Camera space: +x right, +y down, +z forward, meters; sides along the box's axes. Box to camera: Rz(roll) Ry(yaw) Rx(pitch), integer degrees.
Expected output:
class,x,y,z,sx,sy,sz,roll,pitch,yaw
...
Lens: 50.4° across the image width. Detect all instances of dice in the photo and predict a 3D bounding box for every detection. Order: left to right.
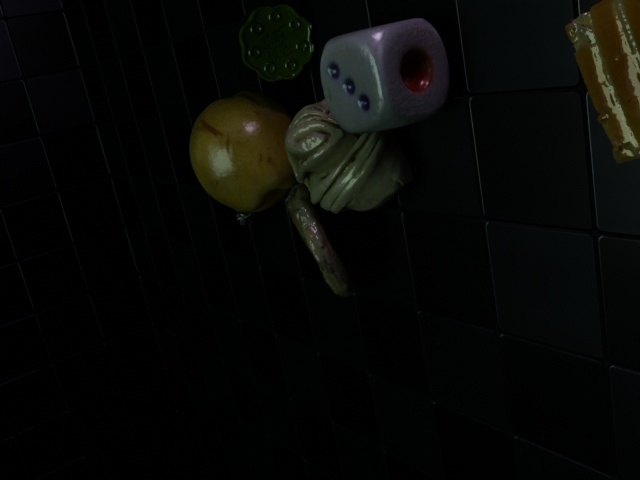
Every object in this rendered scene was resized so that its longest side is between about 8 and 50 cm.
class,x,y,z,sx,sy,sz,roll,pitch,yaw
dice,0.126,-0.321,1.332,0.192,0.194,0.193,11,119,55

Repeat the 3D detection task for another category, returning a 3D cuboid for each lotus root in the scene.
class,x,y,z,sx,sy,sz,roll,pitch,yaw
lotus root,-0.124,-0.486,1.663,0.186,0.186,0.186,33,134,43

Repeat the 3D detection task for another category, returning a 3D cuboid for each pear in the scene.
class,x,y,z,sx,sy,sz,roll,pitch,yaw
pear,-0.191,-0.233,1.779,0.314,0.314,0.314,33,134,43

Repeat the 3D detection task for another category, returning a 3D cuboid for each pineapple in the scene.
class,x,y,z,sx,sy,sz,roll,pitch,yaw
pineapple,-0.230,-0.114,2.081,0.108,0.108,0.198,50,152,27

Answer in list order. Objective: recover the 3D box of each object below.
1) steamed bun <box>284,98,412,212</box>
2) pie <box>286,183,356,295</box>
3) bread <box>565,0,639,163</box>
class,x,y,z,sx,sy,sz,roll,pitch,yaw
steamed bun,0.038,-0.179,1.536,0.289,0.203,0.276,57,148,15
pie,-0.001,0.000,1.714,0.339,0.077,0.339,61,178,4
bread,0.480,-0.248,0.922,0.239,0.111,0.246,-20,92,57
